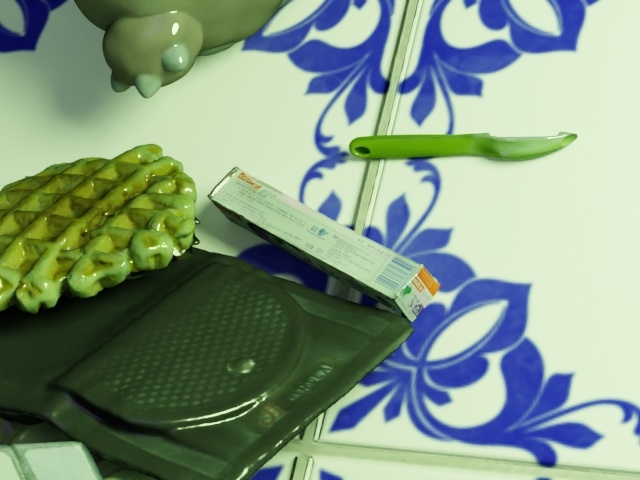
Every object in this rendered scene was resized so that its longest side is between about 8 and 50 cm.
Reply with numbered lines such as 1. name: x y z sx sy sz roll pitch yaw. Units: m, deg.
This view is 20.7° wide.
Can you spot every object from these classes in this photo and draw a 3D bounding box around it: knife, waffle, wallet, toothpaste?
1. knife: 0.109 -0.074 1.363 0.184 0.022 0.026 0 35 21
2. waffle: -0.193 -0.009 1.361 0.208 0.054 0.214 -15 27 -13
3. wallet: -0.126 0.076 1.290 0.323 0.041 0.247 17 37 33
4. toothpaste: 0.000 0.000 1.347 0.196 0.047 0.040 28 78 32

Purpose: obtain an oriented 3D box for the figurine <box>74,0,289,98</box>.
1. figurine: -0.142 -0.305 1.487 0.248 0.203 0.380 -35 54 3

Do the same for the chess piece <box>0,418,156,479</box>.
1. chess piece: -0.177 0.182 1.268 0.133 0.133 0.243 -47 50 -10

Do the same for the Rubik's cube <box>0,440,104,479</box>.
1. Rubik's cube: -0.258 0.320 1.049 0.293 0.287 0.292 -59 47 33
